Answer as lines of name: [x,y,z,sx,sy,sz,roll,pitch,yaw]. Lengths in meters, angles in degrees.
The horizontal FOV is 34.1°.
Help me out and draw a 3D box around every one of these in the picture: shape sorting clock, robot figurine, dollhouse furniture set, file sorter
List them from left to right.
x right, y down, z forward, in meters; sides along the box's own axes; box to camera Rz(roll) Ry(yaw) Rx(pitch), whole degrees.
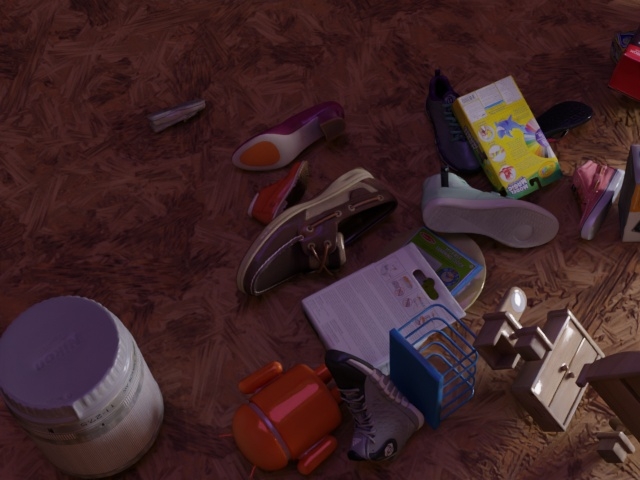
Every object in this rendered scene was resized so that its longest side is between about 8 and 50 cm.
robot figurine: [-0.054,0.287,1.708,0.219,0.158,0.128,-35,26,-16]
shape sorting clock: [0.196,0.061,1.884,0.206,0.040,0.206,-9,56,13]
file sorter: [0.189,0.204,1.711,0.104,0.170,0.118,-33,58,-19]
dollhouse furniture set: [0.469,0.176,1.578,0.355,0.303,0.174,-16,32,52]

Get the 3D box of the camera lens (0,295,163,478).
camera lens: [-0.385,0.243,1.688,0.219,0.274,0.219,-3,55,5]

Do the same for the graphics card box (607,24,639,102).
graphics card box: [0.736,-0.383,2.040,0.232,0.094,0.371,29,52,13]

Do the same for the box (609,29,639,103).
box: [0.643,-0.343,2.096,0.054,0.059,0.169,-16,55,-5]

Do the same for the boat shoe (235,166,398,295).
boat shoe: [0.000,0.000,1.907,0.342,0.123,0.123,-36,58,-24]

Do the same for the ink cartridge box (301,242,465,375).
ink cartridge box: [0.109,0.133,1.835,0.232,0.066,0.189,-25,56,-13]

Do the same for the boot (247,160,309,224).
boot: [-0.080,-0.098,2.020,0.084,0.059,0.158,17,60,23]

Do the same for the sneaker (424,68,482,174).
sneaker: [0.255,-0.231,2.043,0.083,0.098,0.224,-19,55,-6]

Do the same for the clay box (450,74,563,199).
clay box: [0.356,-0.190,1.991,0.127,0.053,0.222,-24,83,-14]

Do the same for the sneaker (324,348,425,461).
sneaker: [0.068,0.280,1.658,0.086,0.228,0.132,5,58,55]

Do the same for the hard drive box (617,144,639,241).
hard drive box: [0.657,-0.082,1.842,0.232,0.181,0.089,-1,56,7]

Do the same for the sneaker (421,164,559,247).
sneaker: [0.310,-0.070,1.933,0.255,0.094,0.151,9,32,-6]

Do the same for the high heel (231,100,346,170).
high heel: [-0.066,-0.216,2.102,0.244,0.082,0.117,-25,27,5]

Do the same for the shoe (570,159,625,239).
shoe: [0.495,-0.077,1.933,0.081,0.063,0.178,23,56,22]

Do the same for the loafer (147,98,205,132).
loafer: [-0.297,-0.260,2.174,0.125,0.039,0.045,-19,22,-10]

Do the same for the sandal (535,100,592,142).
sandal: [0.449,-0.219,2.054,0.179,0.040,0.067,-25,50,7]
